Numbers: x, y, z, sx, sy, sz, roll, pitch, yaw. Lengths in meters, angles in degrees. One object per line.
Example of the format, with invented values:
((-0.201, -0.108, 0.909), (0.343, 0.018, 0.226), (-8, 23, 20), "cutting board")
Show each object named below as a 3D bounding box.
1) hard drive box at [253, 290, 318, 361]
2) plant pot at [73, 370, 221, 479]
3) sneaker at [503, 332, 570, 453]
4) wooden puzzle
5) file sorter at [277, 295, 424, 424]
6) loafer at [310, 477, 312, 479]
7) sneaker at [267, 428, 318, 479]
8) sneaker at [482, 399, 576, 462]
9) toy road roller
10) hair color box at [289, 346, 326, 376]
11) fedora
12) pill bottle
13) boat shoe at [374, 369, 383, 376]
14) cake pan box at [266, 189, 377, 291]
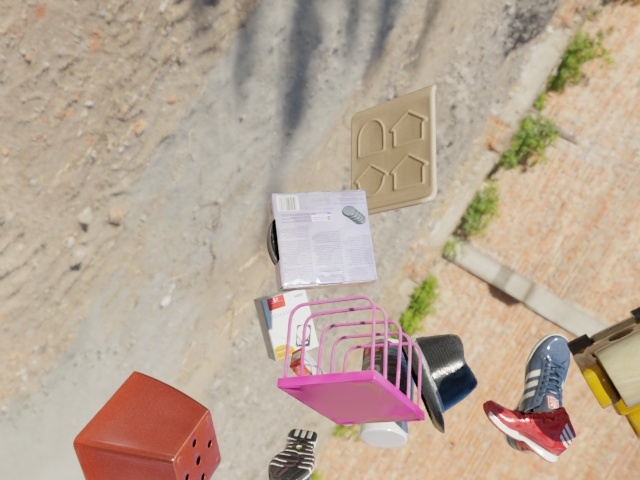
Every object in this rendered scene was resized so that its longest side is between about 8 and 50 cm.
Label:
((-0.127, 0.305, 2.614), (0.181, 0.232, 0.089), (-17, -173, -23), "hard drive box")
((-0.397, 0.518, 1.728), (0.267, 0.235, 0.267), (-54, 144, -54), "plant pot")
((0.631, 0.430, 1.966), (0.148, 0.131, 0.350), (157, -46, -81), "sneaker")
((0.216, -0.243, 2.028), (0.080, 0.322, 0.348), (15, 73, -40), "wooden puzzle")
((0.074, 0.251, 1.459), (0.291, 0.202, 0.182), (47, 41, -51), "file sorter")
((-0.084, 0.742, 2.235), (0.050, 0.148, 0.056), (-36, -148, 63), "loafer")
((-0.066, 0.604, 1.785), (0.281, 0.106, 0.163), (-35, 133, -74), "sneaker")
((0.499, 0.412, 1.659), (0.128, 0.221, 0.087), (-54, -171, 19), "sneaker")
((0.638, 0.275, 1.374), (0.202, 0.241, 0.329), (-31, 174, 13), "toy road roller")
((-0.029, 0.384, 2.046), (0.043, 0.141, 0.072), (-31, -160, 19), "hair color box")
((0.321, 0.344, 1.872), (0.152, 0.334, 0.334), (-21, 162, 1), "fedora")
((0.192, 0.445, 2.065), (0.161, 0.161, 0.283), (100, -1, -53), "pill bottle")
((0.101, 0.428, 1.866), (0.228, 0.080, 0.076), (-43, 155, -55), "boat shoe")
((0.000, 0.000, 1.791), (0.070, 0.266, 0.246), (131, -48, -67), "cake pan box")
